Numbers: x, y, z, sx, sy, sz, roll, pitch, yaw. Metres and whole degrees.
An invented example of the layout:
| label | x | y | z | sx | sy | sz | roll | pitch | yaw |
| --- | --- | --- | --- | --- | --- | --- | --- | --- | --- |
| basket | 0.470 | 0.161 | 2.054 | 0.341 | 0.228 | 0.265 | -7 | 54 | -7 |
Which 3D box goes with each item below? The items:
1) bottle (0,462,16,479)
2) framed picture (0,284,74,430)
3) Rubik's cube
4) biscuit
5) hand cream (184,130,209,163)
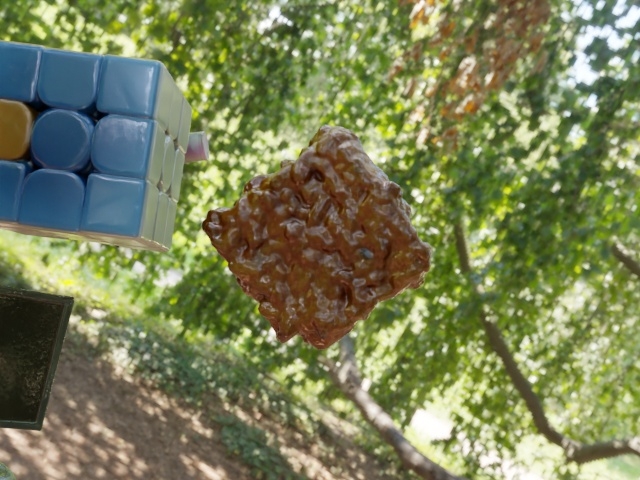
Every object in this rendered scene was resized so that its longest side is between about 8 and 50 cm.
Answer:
| label | x | y | z | sx | sy | sz | roll | pitch | yaw |
| --- | --- | --- | --- | --- | --- | --- | --- | --- | --- |
| bottle | -0.792 | 0.634 | 1.643 | 0.168 | 0.347 | 0.168 | 24 | -4 | 2 |
| framed picture | -0.556 | 0.204 | 1.355 | 0.197 | 0.252 | 0.014 | 14 | 2 | -33 |
| Rubik's cube | -0.400 | -0.146 | 1.326 | 0.291 | 0.291 | 0.291 | 6 | -5 | 1 |
| biscuit | 0.000 | 0.000 | 1.292 | 0.318 | 0.312 | 0.110 | 54 | 0 | 5 |
| hand cream | -0.418 | -0.206 | 1.798 | 0.312 | 0.111 | 0.070 | -6 | -42 | 0 |
